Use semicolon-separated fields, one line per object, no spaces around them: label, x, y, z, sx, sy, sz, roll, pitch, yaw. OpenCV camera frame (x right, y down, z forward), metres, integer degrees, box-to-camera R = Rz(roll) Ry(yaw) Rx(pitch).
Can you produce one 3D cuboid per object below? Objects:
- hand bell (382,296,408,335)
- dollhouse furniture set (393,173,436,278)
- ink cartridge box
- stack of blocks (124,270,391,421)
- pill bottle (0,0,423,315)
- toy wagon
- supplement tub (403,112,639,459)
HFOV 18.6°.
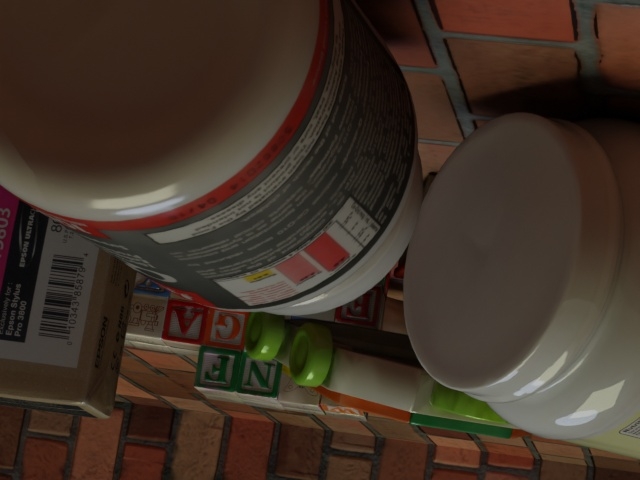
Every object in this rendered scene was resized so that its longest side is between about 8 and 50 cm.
hand bell;0.154;0.103;2.172;0.242;0.126;0.126;0;171;-16
dollhouse furniture set;0.000;0.000;1.642;0.259;0.135;0.262;11;168;-9
ink cartridge box;-0.267;0.029;1.750;0.193;0.234;0.088;6;168;12
stack of blocks;-0.087;0.076;1.995;0.297;0.171;0.087;8;168;7
pill bottle;-0.059;-0.073;1.148;0.210;0.210;0.363;6;168;17
toy wagon;0.094;0.123;1.759;0.267;0.068;0.344;10;-176;-22
supplement tub;0.248;0.045;1.423;0.325;0.235;0.235;16;167;-30
